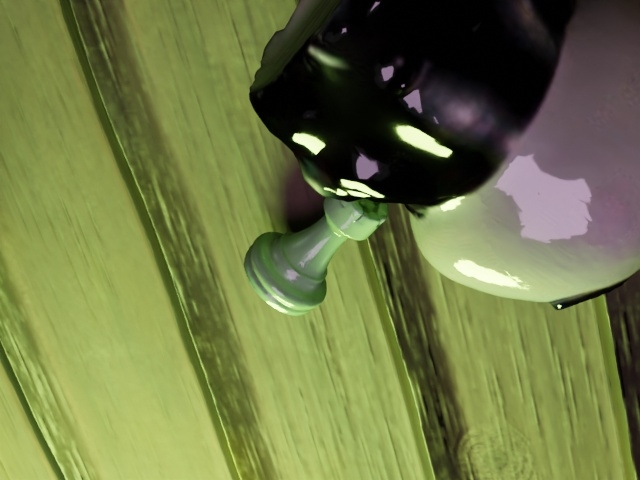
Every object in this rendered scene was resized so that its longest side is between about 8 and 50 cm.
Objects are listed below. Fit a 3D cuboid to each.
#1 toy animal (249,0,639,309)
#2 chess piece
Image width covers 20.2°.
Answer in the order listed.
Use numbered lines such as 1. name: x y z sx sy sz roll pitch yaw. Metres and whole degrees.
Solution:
1. toy animal: 0.101 -0.087 1.081 0.267 0.212 0.212 33 132 -18
2. chess piece: 0.000 0.000 1.280 0.067 0.067 0.103 36 121 -17
